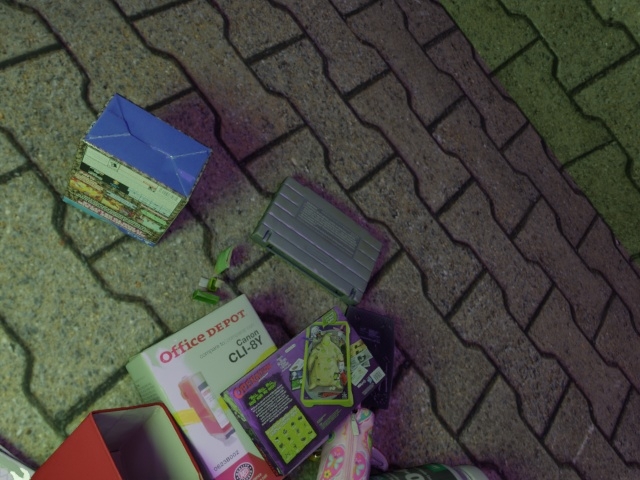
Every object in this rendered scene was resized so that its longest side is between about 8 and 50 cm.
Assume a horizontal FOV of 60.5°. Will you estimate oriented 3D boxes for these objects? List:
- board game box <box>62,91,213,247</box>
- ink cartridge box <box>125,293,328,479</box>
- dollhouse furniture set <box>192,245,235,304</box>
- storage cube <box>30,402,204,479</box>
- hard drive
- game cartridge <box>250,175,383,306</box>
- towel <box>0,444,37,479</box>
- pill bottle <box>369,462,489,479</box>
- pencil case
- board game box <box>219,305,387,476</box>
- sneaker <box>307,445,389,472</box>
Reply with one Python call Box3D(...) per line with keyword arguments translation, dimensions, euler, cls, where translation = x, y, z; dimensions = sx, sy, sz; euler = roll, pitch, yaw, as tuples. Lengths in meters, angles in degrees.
Box3D(translation=(-0.409, -0.141, 1.214), dimensions=(0.232, 0.291, 0.141), euler=(31, 57, -18), cls="board game box")
Box3D(translation=(-0.206, 0.355, 1.215), dimensions=(0.279, 0.160, 0.385), euler=(-29, 86, -37), cls="ink cartridge box")
Box3D(translation=(-0.265, 0.078, 1.346), dimensions=(0.058, 0.076, 0.152), euler=(22, 61, -23), cls="dollhouse furniture set")
Box3D(translation=(-0.366, 0.436, 0.999), dimensions=(0.215, 0.193, 0.183), euler=(50, 14, 26), cls="storage cube")
Box3D(translation=(0.119, 0.318, 1.493), dimensions=(0.171, 0.054, 0.255), euler=(20, 62, -23), cls="hard drive")
Box3D(translation=(0.000, 0.000, 1.551), dimensions=(0.355, 0.068, 0.230), euler=(35, 53, -14), cls="game cartridge")
Box3D(translation=(-0.707, 0.459, 0.936), dimensions=(0.331, 0.053, 0.317), euler=(41, 55, -10), cls="towel")
Box3D(translation=(0.243, 0.660, 1.337), dimensions=(0.360, 0.204, 0.204), euler=(4, 68, -31), cls="pill bottle")
Box3D(translation=(0.056, 0.508, 1.231), dimensions=(0.124, 0.124, 0.284), euler=(27, 51, -20), cls="pencil case")
Box3D(translation=(-0.025, 0.316, 1.207), dimensions=(0.346, 0.056, 0.208), euler=(-32, 88, -38), cls="board game box")
Box3D(translation=(0.064, 0.536, 1.361), dimensions=(0.225, 0.088, 0.093), euler=(23, 64, -11), cls="sneaker")
